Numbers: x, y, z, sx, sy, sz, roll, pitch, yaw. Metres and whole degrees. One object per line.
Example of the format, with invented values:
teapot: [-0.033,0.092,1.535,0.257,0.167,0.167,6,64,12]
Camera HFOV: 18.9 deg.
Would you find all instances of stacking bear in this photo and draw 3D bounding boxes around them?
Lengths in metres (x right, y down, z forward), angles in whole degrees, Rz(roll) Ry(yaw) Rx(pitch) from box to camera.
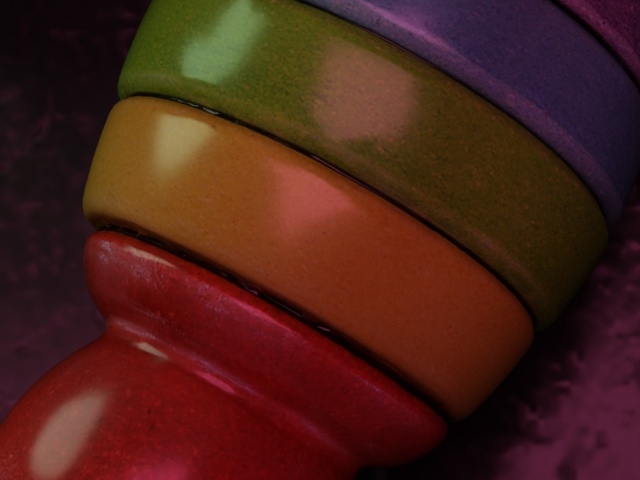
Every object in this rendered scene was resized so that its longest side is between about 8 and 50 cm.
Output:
stacking bear: [0.000,0.000,0.570,0.175,0.164,0.289,26,80,12]
